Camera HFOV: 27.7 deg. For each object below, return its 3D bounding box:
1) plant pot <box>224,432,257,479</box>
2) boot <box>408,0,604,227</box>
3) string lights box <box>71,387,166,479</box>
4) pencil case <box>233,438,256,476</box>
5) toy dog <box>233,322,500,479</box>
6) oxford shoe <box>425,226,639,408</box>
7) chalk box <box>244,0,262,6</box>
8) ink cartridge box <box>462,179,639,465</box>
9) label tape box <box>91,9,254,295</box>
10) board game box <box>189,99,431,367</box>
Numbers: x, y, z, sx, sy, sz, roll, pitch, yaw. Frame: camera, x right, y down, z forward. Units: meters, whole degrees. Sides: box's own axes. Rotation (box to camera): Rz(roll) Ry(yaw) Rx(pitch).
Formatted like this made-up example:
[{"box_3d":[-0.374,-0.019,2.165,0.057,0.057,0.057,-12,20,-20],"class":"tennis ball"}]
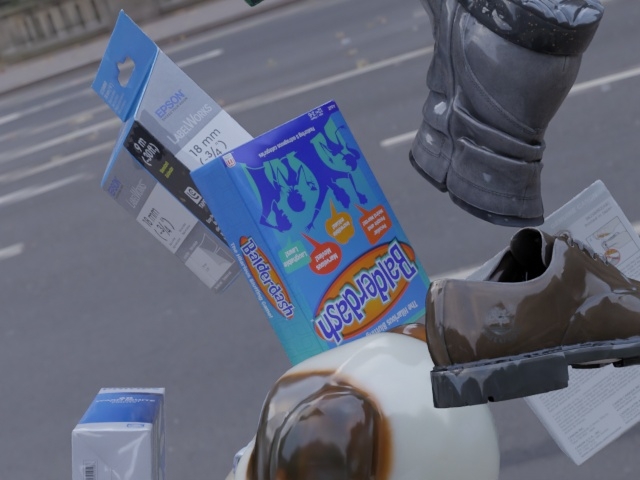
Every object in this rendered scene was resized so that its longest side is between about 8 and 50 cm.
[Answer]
[{"box_3d":[-0.028,0.404,1.800,0.333,0.334,0.305,-3,49,43],"class":"plant pot"},{"box_3d":[0.116,-0.171,1.197,0.118,0.223,0.338,-1,34,-22],"class":"boot"},{"box_3d":[-0.200,0.232,1.313,0.076,0.133,0.259,-1,3,-4],"class":"string lights box"},{"box_3d":[0.017,0.261,1.677,0.273,0.114,0.124,-33,55,-32],"class":"pencil case"},{"box_3d":[0.090,0.268,0.976,0.395,0.408,0.284,-36,-3,42],"class":"toy dog"},{"box_3d":[0.160,0.034,0.785,0.227,0.096,0.082,-8,-5,-35],"class":"oxford shoe"},{"box_3d":[-0.031,-0.352,1.171,0.179,0.180,0.289,-25,30,28],"class":"chalk box"},{"box_3d":[0.267,0.082,1.315,0.189,0.232,0.066,-36,7,-1],"class":"ink cartridge box"},{"box_3d":[-0.193,-0.103,1.692,0.106,0.333,0.240,-47,1,-27],"class":"label tape box"},{"box_3d":[0.000,0.000,1.128,0.047,0.210,0.160,-24,6,45],"class":"board game box"}]
